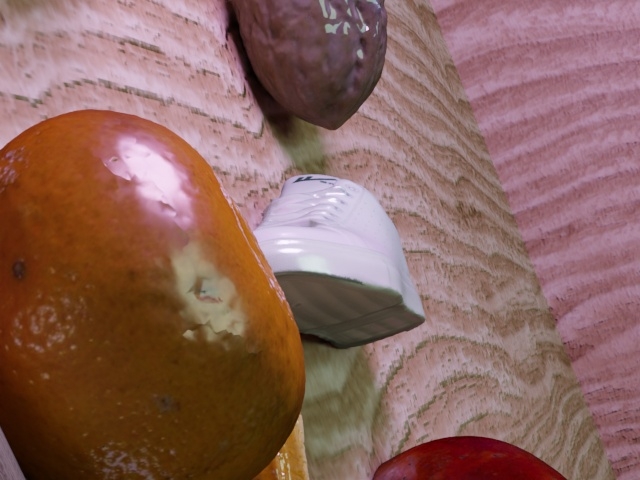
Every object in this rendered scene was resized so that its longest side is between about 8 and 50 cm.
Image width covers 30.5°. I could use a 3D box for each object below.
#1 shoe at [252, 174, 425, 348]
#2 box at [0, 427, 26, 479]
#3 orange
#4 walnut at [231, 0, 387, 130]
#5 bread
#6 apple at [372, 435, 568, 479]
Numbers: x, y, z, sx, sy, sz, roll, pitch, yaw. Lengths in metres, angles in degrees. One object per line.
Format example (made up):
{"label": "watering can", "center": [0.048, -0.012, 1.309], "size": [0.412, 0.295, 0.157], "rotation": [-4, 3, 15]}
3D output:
{"label": "shoe", "center": [0.000, 0.000, 1.051], "size": [0.363, 0.131, 0.160], "rotation": [27, 44, -69]}
{"label": "box", "center": [-0.141, 0.138, 0.433], "size": [0.212, 0.095, 0.168], "rotation": [65, -16, -3]}
{"label": "orange", "center": [-0.109, 0.041, 0.636], "size": [0.224, 0.170, 0.224], "rotation": [62, -3, 5]}
{"label": "walnut", "center": [-0.006, -0.231, 1.251], "size": [0.178, 0.178, 0.231], "rotation": [-17, 96, -72]}
{"label": "bread", "center": [-0.039, 0.174, 0.854], "size": [0.074, 0.053, 0.132], "rotation": [29, 42, -56]}
{"label": "apple", "center": [0.182, 0.381, 1.132], "size": [0.365, 0.295, 0.329], "rotation": [50, 63, -40]}
